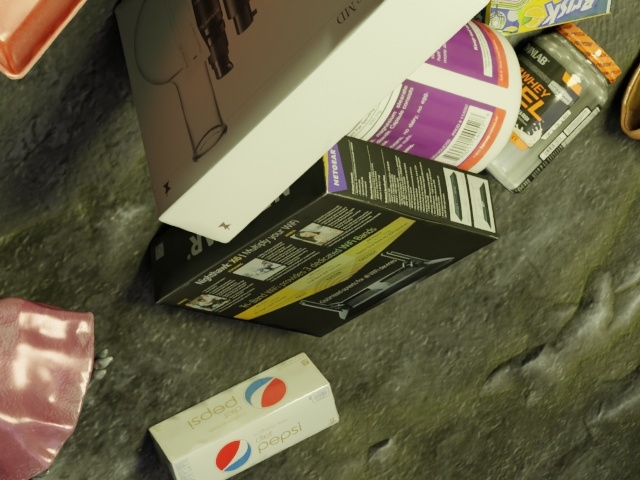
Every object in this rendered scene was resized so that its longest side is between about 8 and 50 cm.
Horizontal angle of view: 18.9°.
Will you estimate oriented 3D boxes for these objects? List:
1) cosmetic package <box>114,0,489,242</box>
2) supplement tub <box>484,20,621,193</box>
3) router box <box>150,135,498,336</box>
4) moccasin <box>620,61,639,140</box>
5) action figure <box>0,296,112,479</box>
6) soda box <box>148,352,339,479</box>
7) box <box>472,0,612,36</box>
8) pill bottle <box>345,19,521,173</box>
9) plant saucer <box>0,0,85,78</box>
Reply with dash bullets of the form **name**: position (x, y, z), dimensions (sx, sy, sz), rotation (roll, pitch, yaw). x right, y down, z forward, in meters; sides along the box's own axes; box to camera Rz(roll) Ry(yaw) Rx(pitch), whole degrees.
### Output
- **cosmetic package**: position (-0.032, -0.221, 1.817), dimensions (0.097, 0.284, 0.377), rotation (18, 132, -40)
- **supplement tub**: position (0.250, -0.157, 2.233), dimensions (0.190, 0.117, 0.117), rotation (-47, 133, 4)
- **router box**: position (0.000, 0.000, 2.104), dimensions (0.243, 0.081, 0.309), rotation (14, 148, -38)
- **moccasin**: position (0.471, -0.281, 2.284), dimensions (0.147, 0.139, 0.380), rotation (3, 129, -43)
- **action figure**: position (-0.415, 0.102, 2.000), dimensions (0.370, 0.248, 0.276), rotation (29, 146, -29)
- **soda box**: position (-0.091, 0.221, 2.313), dimensions (0.216, 0.074, 0.069), rotation (-25, 131, -15)
- **box**: position (0.250, -0.278, 2.191), dimensions (0.169, 0.054, 0.059), rotation (-15, 128, -24)
- **pill bottle**: position (0.047, -0.178, 2.048), dimensions (0.323, 0.181, 0.181), rotation (13, 113, -37)
- **plant saucer**: position (-0.296, -0.325, 1.776), dimensions (0.258, 0.048, 0.259), rotation (42, 83, -32)
